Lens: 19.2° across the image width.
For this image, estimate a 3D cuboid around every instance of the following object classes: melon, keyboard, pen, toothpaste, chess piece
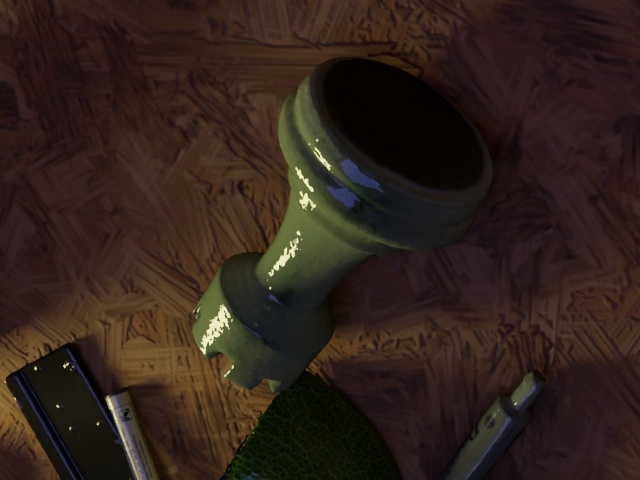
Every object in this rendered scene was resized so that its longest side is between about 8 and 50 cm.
[{"bbox_3d":[-0.023,0.281,1.814,0.169,0.129,0.265,29,114,9],"label":"melon"},{"bbox_3d":[-0.217,0.257,1.946,0.101,0.018,0.309,-28,93,26],"label":"keyboard"},{"bbox_3d":[-0.173,0.247,1.908,0.025,0.025,0.204,-19,91,27],"label":"pen"},{"bbox_3d":[0.133,0.220,1.766,0.037,0.067,0.255,30,114,-9],"label":"toothpaste"},{"bbox_3d":[0.000,0.000,1.695,0.194,0.194,0.299,41,125,7],"label":"chess piece"}]
